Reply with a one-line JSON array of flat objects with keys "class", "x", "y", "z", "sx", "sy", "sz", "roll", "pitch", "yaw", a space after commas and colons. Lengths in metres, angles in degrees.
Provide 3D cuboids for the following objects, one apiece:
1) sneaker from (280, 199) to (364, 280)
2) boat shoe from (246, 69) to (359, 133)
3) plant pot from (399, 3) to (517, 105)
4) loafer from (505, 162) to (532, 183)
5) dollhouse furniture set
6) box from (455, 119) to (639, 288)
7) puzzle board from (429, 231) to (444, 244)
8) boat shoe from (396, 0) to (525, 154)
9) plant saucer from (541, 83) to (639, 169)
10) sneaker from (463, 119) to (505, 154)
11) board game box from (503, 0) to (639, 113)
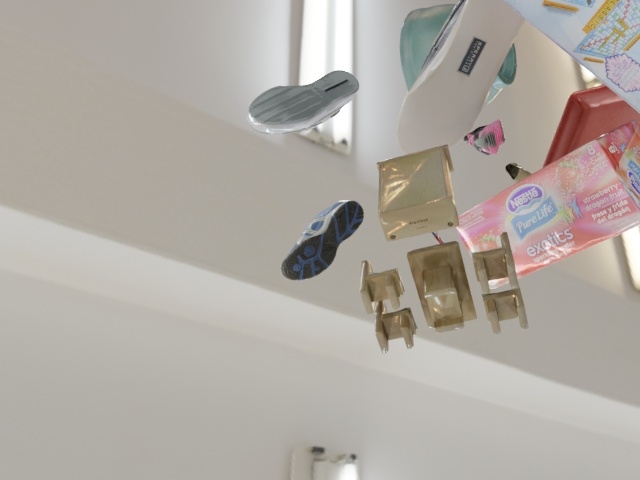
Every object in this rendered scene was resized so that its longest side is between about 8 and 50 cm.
[{"class": "sneaker", "x": 0.000, "y": 0.000, "z": 1.394, "sx": 0.211, "sy": 0.081, "sz": 0.080, "roll": -43, "pitch": -67, "yaw": -7}, {"class": "boat shoe", "x": -0.027, "y": -0.206, "z": 1.100, "sx": 0.226, "sy": 0.076, "sz": 0.083, "roll": -25, "pitch": -111, "yaw": -34}, {"class": "plant pot", "x": 0.348, "y": -0.437, "z": 1.629, "sx": 0.293, "sy": 0.196, "sz": 0.293, "roll": 13, "pitch": -107, "yaw": -51}, {"class": "loafer", "x": 0.604, "y": -0.184, "z": 2.026, "sx": 0.050, "sy": 0.056, "sz": 0.148, "roll": 3, "pitch": -150, "yaw": -43}, {"class": "dollhouse furniture set", "x": 0.163, "y": 0.013, "z": 0.980, "sx": 0.161, "sy": 0.212, "sz": 0.242, "roll": -81, "pitch": -25, "yaw": -57}, {"class": "box", "x": 0.387, "y": -0.050, "z": 1.104, "sx": 0.154, "sy": 0.300, "sz": 0.142, "roll": -24, "pitch": -96, "yaw": -41}, {"class": "puzzle board", "x": 0.260, "y": -0.021, "z": 1.569, "sx": 0.128, "sy": 0.011, "sz": 0.096, "roll": 47, "pitch": -164, "yaw": -37}, {"class": "boat shoe", "x": 0.244, "y": -0.302, "z": 1.149, "sx": 0.127, "sy": 0.341, "sz": 0.158, "roll": 30, "pitch": -143, "yaw": -2}, {"class": "plant saucer", "x": 0.541, "y": -0.181, "z": 1.273, "sx": 0.047, "sy": 0.258, "sz": 0.259, "roll": 30, "pitch": -103, "yaw": -23}, {"class": "sneaker", "x": 0.249, "y": -0.157, "z": 1.055, "sx": 0.119, "sy": 0.057, "sz": 0.047, "roll": -31, "pitch": -68, "yaw": -60}, {"class": "board game box", "x": 0.353, "y": -0.334, "z": 0.790, "sx": 0.066, "sy": 0.319, "sz": 0.318, "roll": -43, "pitch": -101, "yaw": -14}]
